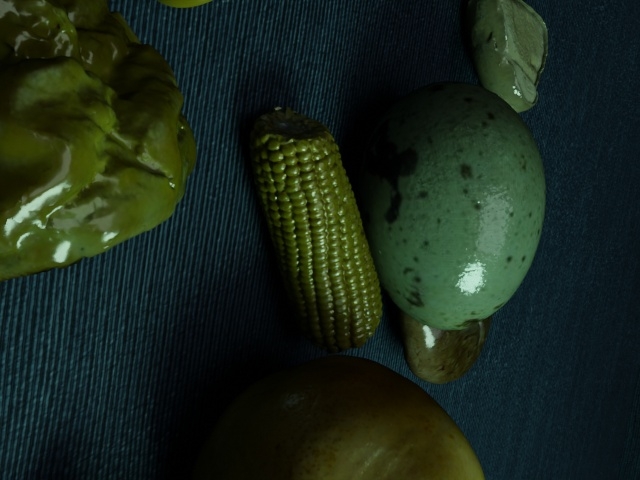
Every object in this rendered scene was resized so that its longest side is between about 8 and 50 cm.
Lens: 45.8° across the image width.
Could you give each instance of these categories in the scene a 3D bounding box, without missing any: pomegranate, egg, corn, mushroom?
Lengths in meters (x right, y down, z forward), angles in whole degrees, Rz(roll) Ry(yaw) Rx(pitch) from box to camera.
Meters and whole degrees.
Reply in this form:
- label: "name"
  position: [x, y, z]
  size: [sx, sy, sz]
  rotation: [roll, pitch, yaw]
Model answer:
- label: "pomegranate"
  position: [0.016, 0.365, 1.012]
  size: [0.416, 0.416, 0.417]
  rotation: [-17, 113, -45]
- label: "egg"
  position: [0.199, -0.055, 1.162]
  size: [0.287, 0.287, 0.380]
  rotation: [-2, 88, -49]
- label: "corn"
  position: [0.000, 0.000, 1.074]
  size: [0.144, 0.144, 0.387]
  rotation: [-39, 129, -35]
- label: "mushroom"
  position: [0.227, 0.127, 1.367]
  size: [0.278, 0.146, 0.278]
  rotation: [-12, 105, -53]

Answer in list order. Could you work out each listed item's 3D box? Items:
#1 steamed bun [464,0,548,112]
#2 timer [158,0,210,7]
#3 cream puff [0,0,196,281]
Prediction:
- label: "steamed bun"
  position: [0.325, -0.336, 1.373]
  size: [0.231, 0.110, 0.213]
  rotation: [19, 69, -47]
- label: "timer"
  position: [-0.145, -0.303, 0.850]
  size: [0.107, 0.107, 0.109]
  rotation: [-55, 154, -23]
- label: "cream puff"
  position: [-0.268, -0.117, 0.613]
  size: [0.324, 0.291, 0.257]
  rotation: [-38, 119, -51]
